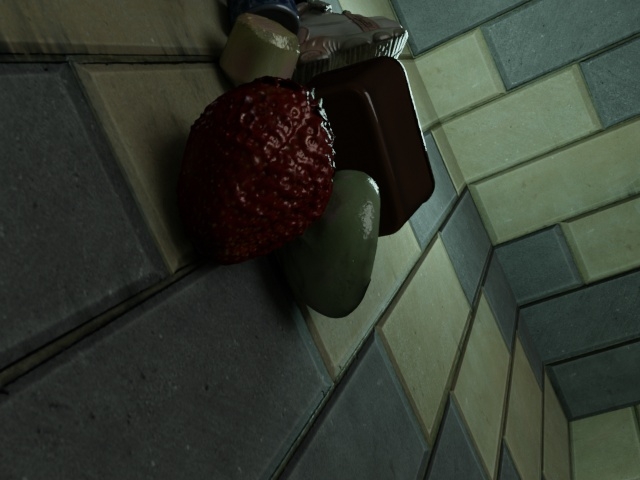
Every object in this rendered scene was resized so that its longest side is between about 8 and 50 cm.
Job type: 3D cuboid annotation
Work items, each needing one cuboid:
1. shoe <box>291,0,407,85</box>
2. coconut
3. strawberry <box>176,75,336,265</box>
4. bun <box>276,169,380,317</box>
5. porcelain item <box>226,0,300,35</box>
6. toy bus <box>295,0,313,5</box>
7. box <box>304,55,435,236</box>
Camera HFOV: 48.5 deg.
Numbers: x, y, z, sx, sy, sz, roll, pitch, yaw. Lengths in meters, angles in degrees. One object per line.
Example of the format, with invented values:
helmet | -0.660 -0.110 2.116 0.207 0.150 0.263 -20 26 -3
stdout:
shoe | 0.028 -0.476 1.655 0.198 0.351 0.172 66 -23 16
coconut | -0.123 -0.355 1.406 0.147 0.152 0.147 20 24 -9
strawberry | -0.103 -0.097 1.092 0.250 0.239 0.288 44 56 -12
bun | 0.000 0.000 1.289 0.283 0.179 0.283 -172 -90 -82
porcelain item | -0.123 -0.488 1.520 0.147 0.147 0.114 32 39 -56
toy bus | -0.036 -0.493 1.808 0.092 0.093 0.408 37 38 -66
box | 0.073 -0.185 1.504 0.229 0.240 0.339 -48 124 -57
